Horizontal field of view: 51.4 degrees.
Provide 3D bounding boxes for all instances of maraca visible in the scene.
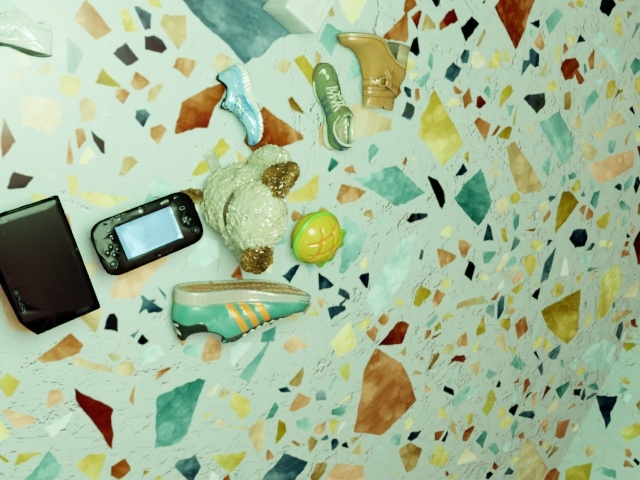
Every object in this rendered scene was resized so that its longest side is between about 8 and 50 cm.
[{"bbox_3d":[0.000,0.000,1.478,0.127,0.099,0.186,-52,150,2],"label":"maraca"}]

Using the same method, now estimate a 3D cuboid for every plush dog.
[{"bbox_3d":[-0.140,-0.061,1.286,0.211,0.225,0.262,8,99,-35],"label":"plush dog"}]

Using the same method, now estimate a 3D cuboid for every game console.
[{"bbox_3d":[-0.384,0.002,1.179,0.361,0.044,0.213,-25,111,-28],"label":"game console"}]

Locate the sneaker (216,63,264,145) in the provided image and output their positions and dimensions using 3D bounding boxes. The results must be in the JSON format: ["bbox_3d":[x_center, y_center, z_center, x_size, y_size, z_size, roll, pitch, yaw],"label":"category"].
[{"bbox_3d":[-0.163,-0.263,1.320,0.073,0.063,0.162,-20,100,-13],"label":"sneaker"}]

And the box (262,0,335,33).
[{"bbox_3d":[-0.038,-0.474,1.310,0.087,0.102,0.101,32,86,-37],"label":"box"}]

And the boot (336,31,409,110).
[{"bbox_3d":[0.108,-0.369,1.456,0.197,0.073,0.152,6,104,-31],"label":"boot"}]

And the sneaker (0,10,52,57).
[{"bbox_3d":[-0.511,-0.344,1.077,0.152,0.054,0.061,7,90,-40],"label":"sneaker"}]

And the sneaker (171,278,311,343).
[{"bbox_3d":[-0.167,0.152,1.410,0.302,0.108,0.120,2,103,-25],"label":"sneaker"}]

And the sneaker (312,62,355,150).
[{"bbox_3d":[0.039,-0.284,1.424,0.064,0.086,0.192,-20,114,-27],"label":"sneaker"}]
